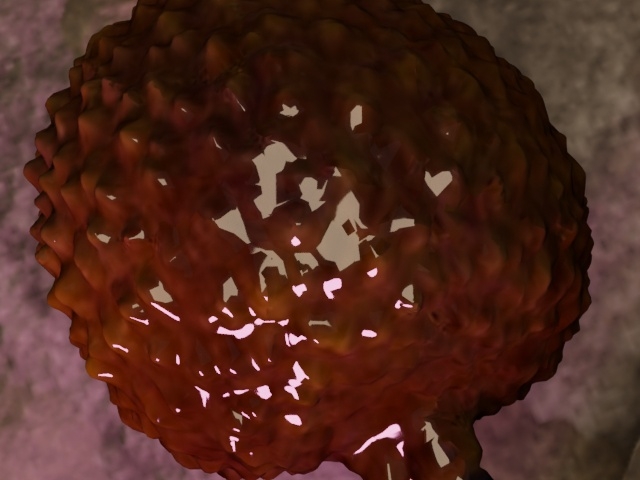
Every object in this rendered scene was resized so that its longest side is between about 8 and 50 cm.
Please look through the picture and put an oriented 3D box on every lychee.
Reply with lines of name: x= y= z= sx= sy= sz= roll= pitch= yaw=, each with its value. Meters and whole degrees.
lychee: x=0.000 y=0.000 z=0.613 sx=0.200 sy=0.200 sz=0.238 roll=-28 pitch=64 yaw=-2
